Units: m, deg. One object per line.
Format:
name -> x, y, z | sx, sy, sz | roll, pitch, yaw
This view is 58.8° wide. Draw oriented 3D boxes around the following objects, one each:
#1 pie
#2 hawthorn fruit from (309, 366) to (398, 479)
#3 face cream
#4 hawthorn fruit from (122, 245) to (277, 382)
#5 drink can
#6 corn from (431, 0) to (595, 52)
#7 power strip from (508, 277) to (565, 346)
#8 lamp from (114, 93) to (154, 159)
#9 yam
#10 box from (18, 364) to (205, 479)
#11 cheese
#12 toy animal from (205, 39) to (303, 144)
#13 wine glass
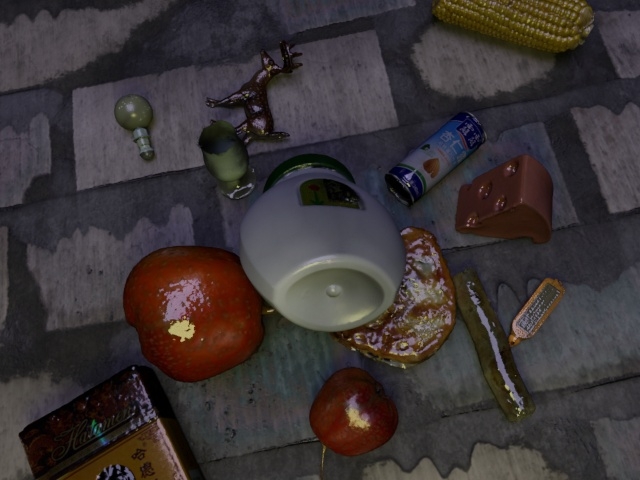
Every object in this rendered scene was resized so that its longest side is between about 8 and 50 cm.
pie -> 0.153, 0.125, 1.185 | 0.308, 0.085, 0.309 | -2, 71, 6
hawthorn fruit -> 0.043, 0.350, 1.093 | 0.203, 0.162, 0.163 | -40, 71, 6
face cream -> 0.000, 0.000, 1.093 | 0.312, 0.220, 0.357 | 2, 32, -11
hawthorn fruit -> -0.228, 0.141, 1.123 | 0.299, 0.275, 0.276 | -2, 70, -9
drink can -> 0.259, -0.184, 1.281 | 0.235, 0.097, 0.097 | -40, 72, -9
corn -> 0.458, -0.552, 1.373 | 0.386, 0.144, 0.144 | 18, 73, 11
power strip -> 0.442, 0.153, 1.179 | 0.049, 0.028, 0.178 | 38, 77, 16
lamp -> -0.443, -0.274, 1.390 | 0.090, 0.091, 0.163 | -21, 86, -2
yam -> 0.342, 0.205, 1.150 | 0.067, 0.071, 0.318 | -4, 64, -35
box -> -0.369, 0.480, 1.089 | 0.264, 0.116, 0.416 | -30, 71, -5
cheese -> 0.426, -0.067, 1.222 | 0.176, 0.203, 0.128 | 20, 66, -21
toy animal -> -0.150, -0.350, 1.398 | 0.259, 0.087, 0.244 | -15, 83, -2
wine glass -> -0.204, -0.178, 1.254 | 0.103, 0.222, 0.103 | -1, 71, 2
